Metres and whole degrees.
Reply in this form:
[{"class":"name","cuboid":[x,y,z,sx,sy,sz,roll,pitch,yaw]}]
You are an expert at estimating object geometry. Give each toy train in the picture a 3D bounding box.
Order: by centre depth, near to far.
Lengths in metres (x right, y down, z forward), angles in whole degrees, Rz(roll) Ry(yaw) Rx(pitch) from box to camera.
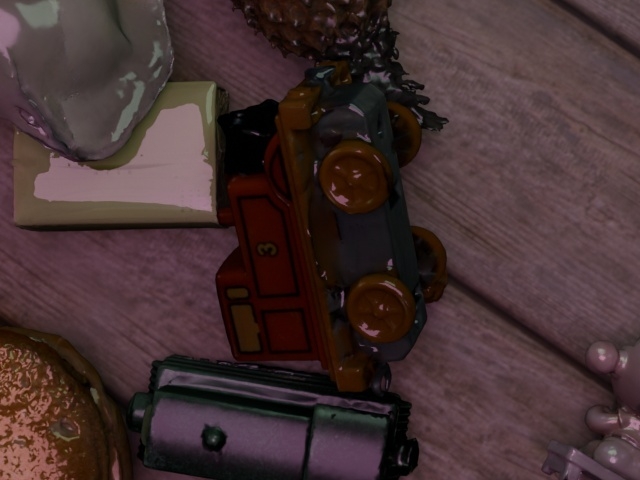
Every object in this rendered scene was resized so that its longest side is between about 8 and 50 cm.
[{"class":"toy train","cuboid":[0.000,0.000,1.643,0.231,0.163,0.369,-5,110,19]},{"class":"toy train","cuboid":[-0.055,0.212,1.695,0.330,0.178,0.139,9,90,2]}]

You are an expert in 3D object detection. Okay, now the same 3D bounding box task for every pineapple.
[{"class":"pineapple","cuboid":[0.012,-0.253,1.698,0.202,0.202,0.362,-30,95,2]}]

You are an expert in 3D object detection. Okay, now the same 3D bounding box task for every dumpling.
[{"class":"dumpling","cuboid":[-0.316,-0.260,1.640,0.341,0.181,0.260,32,64,20]}]

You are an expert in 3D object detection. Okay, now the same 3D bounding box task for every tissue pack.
[{"class":"tissue pack","cuboid":[-0.221,-0.091,1.734,0.234,0.125,0.159,0,87,4]}]

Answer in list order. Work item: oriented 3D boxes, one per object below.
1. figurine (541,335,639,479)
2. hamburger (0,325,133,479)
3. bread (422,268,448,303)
[{"class":"figurine","cuboid":[0.359,0.179,1.693,0.182,0.144,0.257,33,88,6]},{"class":"hamburger","cuboid":[-0.355,0.252,1.714,0.289,0.170,0.314,-19,89,6]},{"class":"bread","cuboid":[0.066,0.041,1.757,0.157,0.044,0.052,5,95,4]}]
